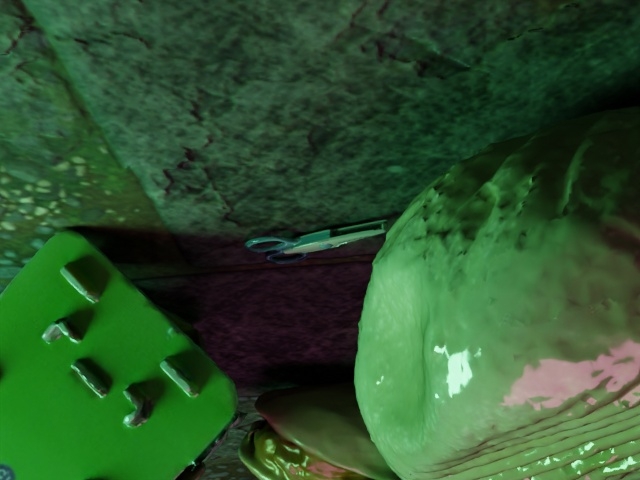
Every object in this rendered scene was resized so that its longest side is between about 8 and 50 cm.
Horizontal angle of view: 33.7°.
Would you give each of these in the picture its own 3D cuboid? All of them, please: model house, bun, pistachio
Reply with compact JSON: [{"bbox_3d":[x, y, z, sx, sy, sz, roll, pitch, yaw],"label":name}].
[{"bbox_3d":[-0.249,0.128,0.968,0.300,0.340,0.323,-47,171,3],"label":"model house"},{"bbox_3d":[0.196,0.050,0.702,0.352,0.227,0.349,23,145,-34],"label":"bun"},{"bbox_3d":[0.031,0.215,1.128,0.229,0.157,0.157,10,151,-13],"label":"pistachio"}]

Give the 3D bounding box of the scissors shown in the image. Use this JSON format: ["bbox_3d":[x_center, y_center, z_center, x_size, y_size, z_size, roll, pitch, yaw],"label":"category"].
[{"bbox_3d":[0.000,0.000,0.831,0.119,0.014,0.058,-12,155,27],"label":"scissors"}]
